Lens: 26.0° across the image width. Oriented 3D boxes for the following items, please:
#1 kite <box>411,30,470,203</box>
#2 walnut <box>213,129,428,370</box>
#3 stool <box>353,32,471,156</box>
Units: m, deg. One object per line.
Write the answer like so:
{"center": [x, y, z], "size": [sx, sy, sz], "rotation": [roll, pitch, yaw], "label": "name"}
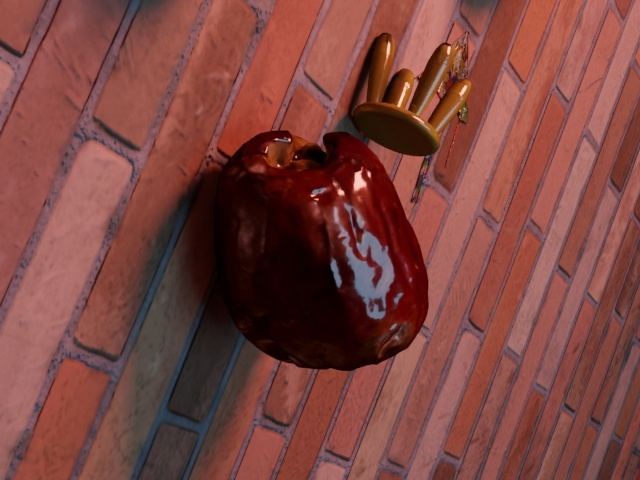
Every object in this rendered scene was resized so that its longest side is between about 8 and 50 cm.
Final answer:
{"center": [0.160, -0.168, 1.861], "size": [0.198, 0.006, 0.244], "rotation": [20, 87, -61], "label": "kite"}
{"center": [0.000, 0.000, 1.493], "size": [0.244, 0.221, 0.269], "rotation": [-86, 168, -64], "label": "walnut"}
{"center": [0.108, -0.174, 1.667], "size": [0.110, 0.134, 0.135], "rotation": [-65, -165, -17], "label": "stool"}
